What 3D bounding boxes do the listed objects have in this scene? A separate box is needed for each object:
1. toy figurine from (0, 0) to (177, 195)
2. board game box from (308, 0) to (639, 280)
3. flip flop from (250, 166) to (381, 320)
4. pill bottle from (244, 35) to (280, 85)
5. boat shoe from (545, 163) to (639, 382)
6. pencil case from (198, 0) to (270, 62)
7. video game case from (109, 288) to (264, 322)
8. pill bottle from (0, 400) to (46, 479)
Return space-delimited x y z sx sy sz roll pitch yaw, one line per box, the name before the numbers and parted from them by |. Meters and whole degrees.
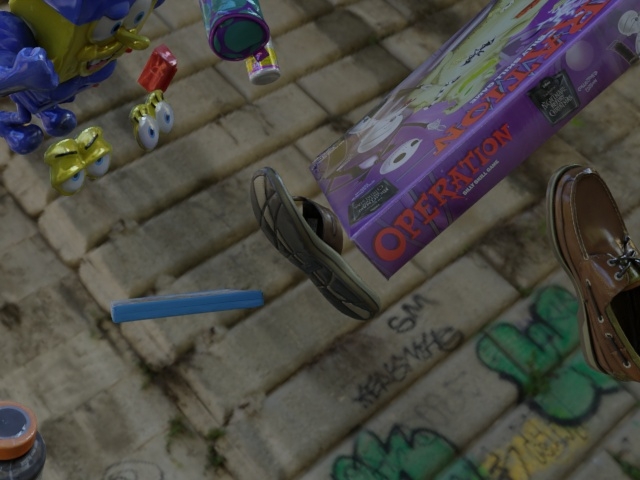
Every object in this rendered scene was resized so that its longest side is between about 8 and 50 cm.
toy figurine | -0.207 -0.157 0.524 0.217 0.191 0.362 -47 -2 38
board game box | 0.144 -0.133 0.579 0.347 0.208 0.056 -42 -66 6
flip flop | 0.000 0.000 1.137 0.080 0.277 0.112 -48 12 -24
pill bottle | -0.083 -0.253 1.041 0.043 0.083 0.043 -15 -10 -3
boat shoe | 0.395 0.042 1.043 0.110 0.307 0.104 -24 11 -17
pencil case | -0.094 -0.254 0.798 0.064 0.152 0.070 -28 -35 20
video game case | -0.124 0.056 0.688 0.119 0.015 0.166 -6 -2 -16
pill bottle | -0.484 0.353 1.160 0.130 0.130 0.246 -18 -42 -48
